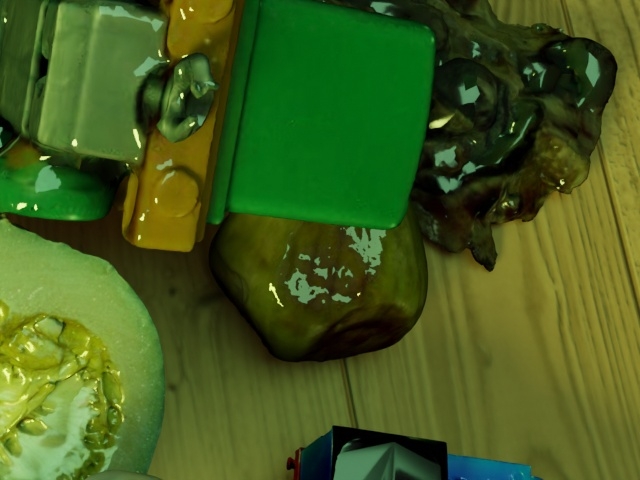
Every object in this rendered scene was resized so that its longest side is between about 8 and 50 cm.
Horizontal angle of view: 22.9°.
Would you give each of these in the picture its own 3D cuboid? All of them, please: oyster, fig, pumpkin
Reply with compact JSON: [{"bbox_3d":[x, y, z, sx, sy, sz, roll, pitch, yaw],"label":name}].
[{"bbox_3d":[0.058,-0.148,1.198,0.361,0.096,0.221,32,58,-7],"label":"oyster"},{"bbox_3d":[0.000,0.000,1.093,0.144,0.154,0.166,-4,109,-57],"label":"fig"},{"bbox_3d":[-0.269,0.101,0.940,0.293,0.197,0.263,21,83,-30],"label":"pumpkin"}]

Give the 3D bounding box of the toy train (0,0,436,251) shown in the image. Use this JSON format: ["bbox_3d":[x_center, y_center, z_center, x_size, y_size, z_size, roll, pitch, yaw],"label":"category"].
[{"bbox_3d":[-0.092,-0.101,0.973,0.249,0.429,0.178,7,98,-21],"label":"toy train"}]

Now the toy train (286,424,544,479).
[{"bbox_3d":[0.080,0.186,1.054,0.204,0.131,0.083,10,67,-14],"label":"toy train"}]

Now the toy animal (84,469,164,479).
[{"bbox_3d":[-0.129,0.218,0.819,0.178,0.127,0.193,62,30,-8],"label":"toy animal"}]
